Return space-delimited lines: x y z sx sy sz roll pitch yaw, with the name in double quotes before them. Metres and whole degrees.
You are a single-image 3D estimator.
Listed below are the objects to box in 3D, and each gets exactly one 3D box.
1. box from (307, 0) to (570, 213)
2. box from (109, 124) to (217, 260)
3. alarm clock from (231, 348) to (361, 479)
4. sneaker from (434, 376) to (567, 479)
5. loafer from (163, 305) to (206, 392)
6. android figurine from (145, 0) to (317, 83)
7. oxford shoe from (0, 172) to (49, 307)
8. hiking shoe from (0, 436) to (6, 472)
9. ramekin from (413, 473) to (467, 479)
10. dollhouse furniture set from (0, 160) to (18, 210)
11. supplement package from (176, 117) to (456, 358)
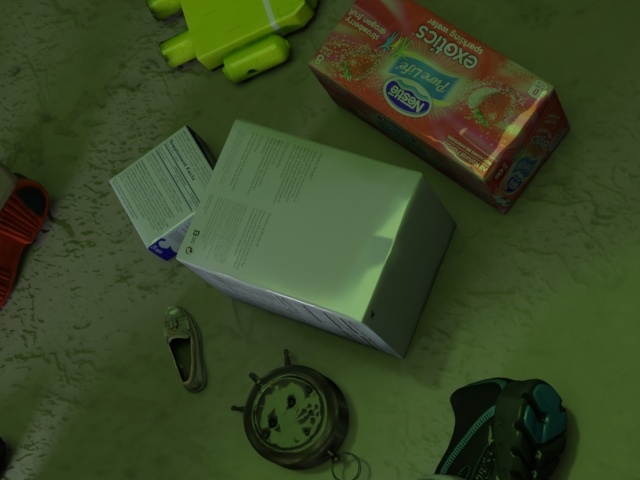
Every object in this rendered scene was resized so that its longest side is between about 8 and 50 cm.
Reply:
"box" 0.152 -0.187 1.785 0.300 0.142 0.154 37 88 25
"box" -0.199 -0.065 1.902 0.137 0.072 0.126 -35 65 6
"alarm clock" -0.020 0.237 1.754 0.192 0.064 0.129 42 89 22
"sneaker" 0.201 0.332 1.638 0.139 0.125 0.341 1 74 48
"loafer" -0.184 0.142 1.848 0.045 0.039 0.125 -23 67 11
"android figurine" -0.113 -0.352 1.974 0.272 0.056 0.248 -24 67 10
"oxford shoe" -0.489 0.026 1.974 0.098 0.097 0.271 26 81 48
"hiking shoe" -0.530 0.334 1.877 0.227 0.086 0.114 -47 69 1
"ramekin" 0.092 0.399 1.551 0.273 0.127 0.273 -23 62 55
"dollhouse furniture set" -0.659 -0.078 1.888 0.394 0.362 0.257 24 75 23
"supplement package" 0.000 0.000 1.745 0.262 0.198 0.199 18 79 23
